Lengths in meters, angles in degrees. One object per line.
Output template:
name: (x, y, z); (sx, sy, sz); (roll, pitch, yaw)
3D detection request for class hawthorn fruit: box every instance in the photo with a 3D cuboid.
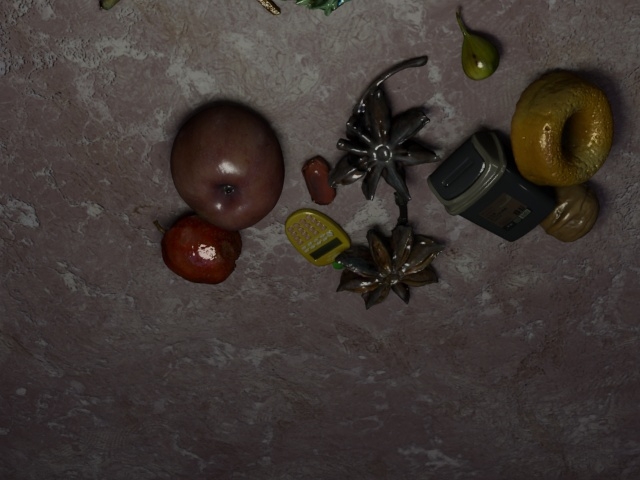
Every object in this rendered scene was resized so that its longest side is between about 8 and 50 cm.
hawthorn fruit: (-0.343, 0.013, 2.165); (0.253, 0.205, 0.205); (21, 128, -5)

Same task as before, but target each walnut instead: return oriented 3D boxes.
walnut: (0.644, -0.077, 2.069); (0.166, 0.149, 0.167); (5, 107, 16)

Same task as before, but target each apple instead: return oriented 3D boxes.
apple: (-0.231, -0.176, 1.970); (0.305, 0.235, 0.306); (1, 128, 1)

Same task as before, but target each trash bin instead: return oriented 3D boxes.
trash bin: (0.433, -0.137, 2.010); (0.290, 0.182, 0.209); (28, 125, -26)

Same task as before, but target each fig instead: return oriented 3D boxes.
fig: (0.362, -0.451, 1.820); (0.093, 0.093, 0.166); (-8, 110, 9)

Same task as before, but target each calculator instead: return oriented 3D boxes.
calculator: (0.000, 0.000, 2.236); (0.146, 0.032, 0.235); (-32, 120, 26)

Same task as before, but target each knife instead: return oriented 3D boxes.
knife: (0.218, -0.105, 2.145); (0.045, 0.021, 0.222); (3, 131, 4)

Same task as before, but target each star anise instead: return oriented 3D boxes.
star anise: (0.164, -0.246, 1.971); (0.359, 0.139, 0.316); (-30, 120, 8)
star anise: (0.188, 0.070, 2.226); (0.331, 0.118, 0.332); (-5, 130, -5)

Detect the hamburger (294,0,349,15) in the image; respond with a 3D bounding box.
hamburger: (-0.038, -0.591, 1.672); (0.275, 0.151, 0.261); (-11, 127, 12)

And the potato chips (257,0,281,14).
potato chips: (-0.169, -0.571, 1.772); (0.204, 0.037, 0.026); (34, 134, -29)

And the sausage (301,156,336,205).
sausage: (-0.002, -0.154, 2.084); (0.076, 0.076, 0.141); (-12, 126, 13)

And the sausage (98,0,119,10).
sausage: (-0.402, -0.591, 1.765); (0.269, 0.033, 0.033); (-30, 122, 25)

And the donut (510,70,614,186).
donut: (0.581, -0.253, 1.871); (0.277, 0.108, 0.278); (-9, 111, -25)
